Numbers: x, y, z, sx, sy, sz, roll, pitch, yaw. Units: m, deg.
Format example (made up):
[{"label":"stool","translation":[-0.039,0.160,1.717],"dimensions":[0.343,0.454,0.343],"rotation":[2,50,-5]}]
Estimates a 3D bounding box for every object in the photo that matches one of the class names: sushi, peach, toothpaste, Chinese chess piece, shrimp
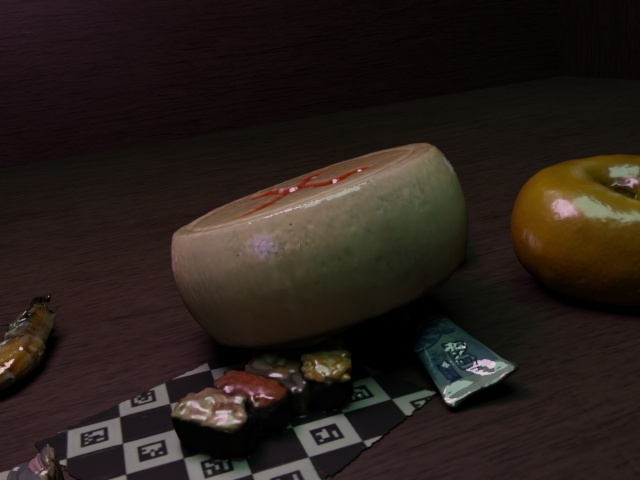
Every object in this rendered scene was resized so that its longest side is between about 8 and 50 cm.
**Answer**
[{"label":"sushi","translation":[-0.077,0.146,0.634],"dimensions":[0.290,0.050,0.264],"rotation":[-23,24,-39]},{"label":"peach","translation":[0.359,-0.015,0.835],"dimensions":[0.251,0.153,0.251],"rotation":[-4,34,3]},{"label":"toothpaste","translation":[0.109,0.094,0.741],"dimensions":[0.069,0.047,0.268],"rotation":[5,17,-20]},{"label":"Chinese chess piece","translation":[0.000,0.000,0.787],"dimensions":[0.338,0.140,0.338],"rotation":[-20,9,4]},{"label":"shrimp","translation":[-0.393,0.127,0.817],"dimensions":[0.150,0.051,0.217],"rotation":[-13,21,3]}]

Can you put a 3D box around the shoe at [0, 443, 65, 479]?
[{"label":"shoe","translation":[-0.215,0.203,0.445],"dimensions":[0.092,0.088,0.180],"rotation":[-11,16,-15]}]
